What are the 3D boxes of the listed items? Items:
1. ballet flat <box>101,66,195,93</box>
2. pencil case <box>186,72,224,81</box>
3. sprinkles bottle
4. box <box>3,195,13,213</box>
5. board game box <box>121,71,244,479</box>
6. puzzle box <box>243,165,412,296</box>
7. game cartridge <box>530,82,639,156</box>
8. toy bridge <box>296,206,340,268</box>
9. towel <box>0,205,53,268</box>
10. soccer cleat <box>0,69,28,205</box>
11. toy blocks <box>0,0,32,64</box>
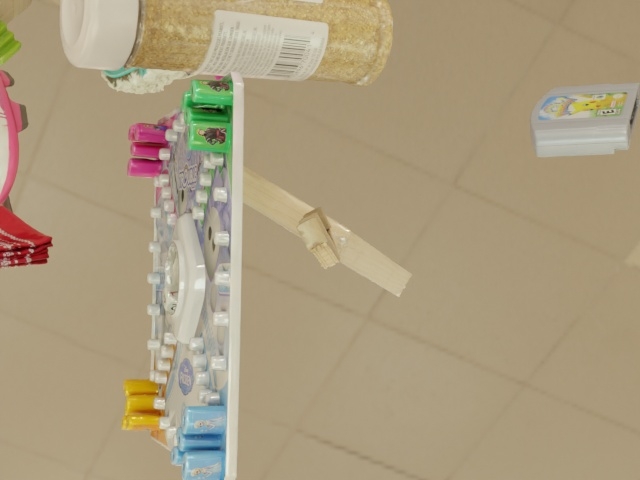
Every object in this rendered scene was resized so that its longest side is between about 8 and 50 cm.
[{"bbox_3d":[-0.174,-0.348,1.935,0.409,0.147,0.147,-20,122,24],"label":"ballet flat"},{"bbox_3d":[-0.173,-0.340,1.741,0.104,0.236,0.104,-12,145,-9],"label":"pencil case"},{"bbox_3d":[-0.098,-0.237,1.302,0.355,0.121,0.121,0,132,-29],"label":"sprinkles bottle"},{"bbox_3d":[-0.677,-0.123,2.130,0.168,0.167,0.203,26,133,45],"label":"box"},{"bbox_3d":[-0.158,0.041,1.281,0.050,0.390,0.390,1,88,-18],"label":"board game box"},{"bbox_3d":[-0.011,-0.020,2.011,0.272,0.409,0.052,32,90,20],"label":"puzzle box"},{"bbox_3d":[0.143,-0.067,0.650,0.056,0.083,0.017,-5,113,22],"label":"game cartridge"},{"bbox_3d":[0.000,0.000,1.345,0.026,0.188,0.063,-27,94,4],"label":"toy bridge"},{"bbox_3d":[-0.445,-0.019,1.265,0.199,0.275,0.031,31,112,32],"label":"towel"},{"bbox_3d":[-0.331,-0.124,0.871,0.143,0.331,0.116,3,122,-41],"label":"soccer cleat"},{"bbox_3d":[-0.526,-0.375,1.647,0.190,0.381,0.261,25,140,10],"label":"toy blocks"}]
